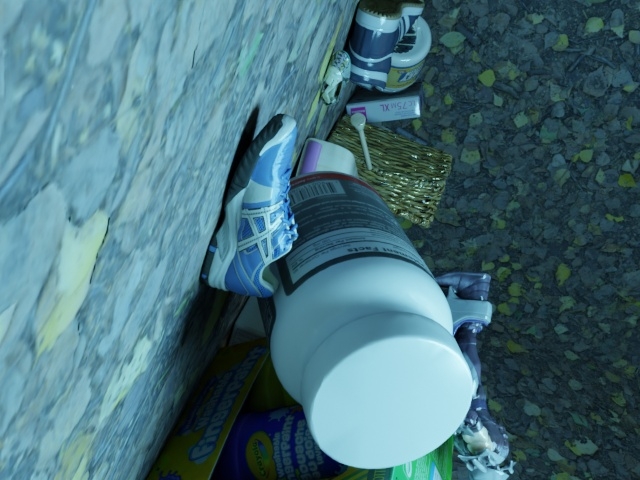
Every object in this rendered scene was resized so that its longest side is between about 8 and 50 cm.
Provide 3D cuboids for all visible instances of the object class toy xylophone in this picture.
[{"bbox_3d":[0.030,-0.093,1.392,0.323,0.081,0.236,78,26,-61],"label":"toy xylophone"}]

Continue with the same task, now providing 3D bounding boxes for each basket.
[{"bbox_3d":[0.134,-0.122,1.744,0.213,0.299,0.223,-65,176,-54],"label":"basket"}]

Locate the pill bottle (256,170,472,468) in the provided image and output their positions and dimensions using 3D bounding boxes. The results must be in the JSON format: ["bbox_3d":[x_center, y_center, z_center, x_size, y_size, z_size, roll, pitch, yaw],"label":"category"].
[{"bbox_3d":[0.033,0.078,0.878,0.363,0.210,0.210,-112,-142,-58],"label":"pill bottle"}]

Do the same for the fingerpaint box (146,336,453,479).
[{"bbox_3d":[-0.025,0.291,0.979,0.163,0.371,0.445,63,26,-21],"label":"fingerpaint box"}]

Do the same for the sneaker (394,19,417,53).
[{"bbox_3d":[0.174,-0.508,1.564,0.283,0.110,0.122,107,1,-70],"label":"sneaker"}]

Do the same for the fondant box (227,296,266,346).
[{"bbox_3d":[-0.130,0.237,1.435,0.238,0.096,0.330,-65,175,-60],"label":"fondant box"}]

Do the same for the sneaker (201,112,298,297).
[{"bbox_3d":[-0.057,-0.033,0.768,0.080,0.081,0.211,-64,175,-61],"label":"sneaker"}]

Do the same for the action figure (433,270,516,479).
[{"bbox_3d":[0.184,0.189,0.923,0.185,0.099,0.285,58,27,-64],"label":"action figure"}]

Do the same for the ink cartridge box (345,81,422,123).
[{"bbox_3d":[0.180,-0.372,1.966,0.311,0.185,0.065,-67,150,-67],"label":"ink cartridge box"}]

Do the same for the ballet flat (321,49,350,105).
[{"bbox_3d":[0.022,-0.255,1.183,0.114,0.041,0.041,106,6,-61],"label":"ballet flat"}]

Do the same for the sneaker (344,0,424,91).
[{"bbox_3d":[0.112,-0.373,1.369,0.282,0.099,0.153,-52,160,-59],"label":"sneaker"}]

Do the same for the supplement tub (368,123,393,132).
[{"bbox_3d":[0.119,-0.189,2.161,0.191,0.191,0.272,105,7,-71],"label":"supplement tub"}]

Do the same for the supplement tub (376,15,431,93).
[{"bbox_3d":[0.185,-0.456,1.797,0.200,0.144,0.144,100,12,-78],"label":"supplement tub"}]
